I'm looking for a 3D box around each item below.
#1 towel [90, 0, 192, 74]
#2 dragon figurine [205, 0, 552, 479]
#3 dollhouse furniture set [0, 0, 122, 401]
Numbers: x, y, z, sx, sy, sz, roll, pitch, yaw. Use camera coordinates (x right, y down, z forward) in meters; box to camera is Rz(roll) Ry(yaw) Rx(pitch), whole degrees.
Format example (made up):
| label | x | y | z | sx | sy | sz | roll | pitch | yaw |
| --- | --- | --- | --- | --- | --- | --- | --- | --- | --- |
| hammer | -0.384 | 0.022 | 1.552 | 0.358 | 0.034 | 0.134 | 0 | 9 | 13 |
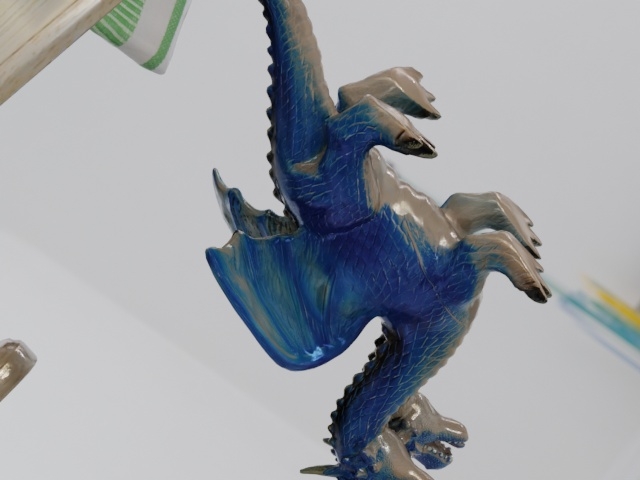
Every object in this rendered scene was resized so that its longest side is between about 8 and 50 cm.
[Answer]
| label | x | y | z | sx | sy | sz | roll | pitch | yaw |
| --- | --- | --- | --- | --- | --- | --- | --- | --- | --- |
| towel | -0.179 | -0.306 | 1.322 | 0.038 | 0.325 | 0.248 | -5 | -126 | 34 |
| dragon figurine | 0.000 | 0.000 | 0.770 | 0.144 | 0.289 | 0.085 | -34 | -156 | 16 |
| dollhouse furniture set | -0.247 | -0.072 | 0.778 | 0.256 | 0.362 | 0.394 | -46 | -169 | -28 |
